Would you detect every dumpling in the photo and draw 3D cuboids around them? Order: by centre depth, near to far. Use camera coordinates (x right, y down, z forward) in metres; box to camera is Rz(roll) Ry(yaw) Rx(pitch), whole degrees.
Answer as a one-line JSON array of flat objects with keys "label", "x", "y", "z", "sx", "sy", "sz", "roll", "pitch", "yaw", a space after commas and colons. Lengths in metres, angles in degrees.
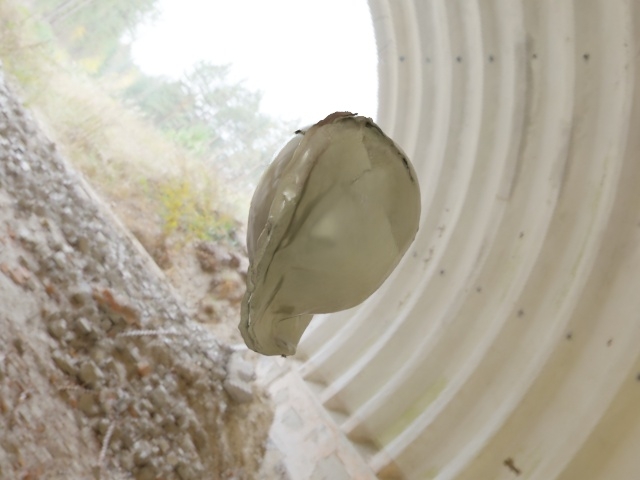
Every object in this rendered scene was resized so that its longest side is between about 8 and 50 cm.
[{"label": "dumpling", "x": 0.000, "y": 0.000, "z": 0.800, "sx": 0.181, "sy": 0.260, "sz": 0.341, "roll": 28, "pitch": -3, "yaw": -12}]
